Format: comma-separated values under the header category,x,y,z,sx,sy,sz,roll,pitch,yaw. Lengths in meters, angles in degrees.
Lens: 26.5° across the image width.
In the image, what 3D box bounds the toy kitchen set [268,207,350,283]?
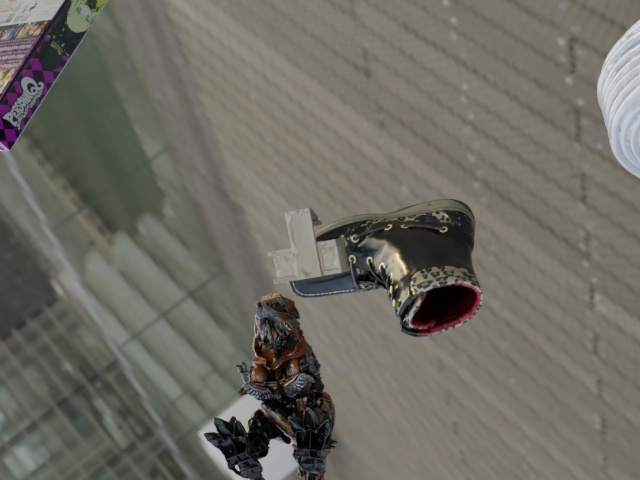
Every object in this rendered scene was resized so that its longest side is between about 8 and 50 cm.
category,x,y,z,sx,sy,sz,roll,pitch,yaw
toy kitchen set,0.000,0.000,1.359,0.083,0.075,0.068,-10,91,35

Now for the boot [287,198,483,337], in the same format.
category,x,y,z,sx,sy,sz,roll,pitch,yaw
boot,0.071,0.043,1.554,0.178,0.236,0.085,-94,-16,-59

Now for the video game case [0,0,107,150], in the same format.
category,x,y,z,sx,sy,sz,roll,pitch,yaw
video game case,-0.327,-0.180,1.350,0.232,0.210,0.042,3,147,46

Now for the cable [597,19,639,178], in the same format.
category,x,y,z,sx,sy,sz,roll,pitch,yaw
cable,0.364,-0.123,1.146,0.257,0.089,0.257,-7,155,26

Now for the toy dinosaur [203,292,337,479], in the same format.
category,x,y,z,sx,sy,sz,roll,pitch,yaw
toy dinosaur,-0.030,0.240,1.865,0.322,0.164,0.218,56,-159,-7
